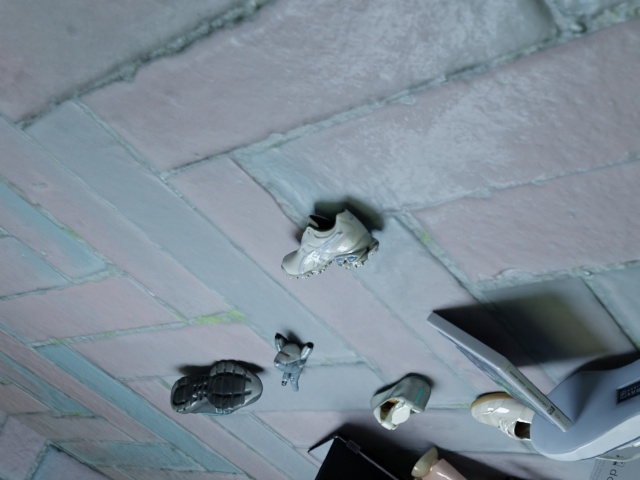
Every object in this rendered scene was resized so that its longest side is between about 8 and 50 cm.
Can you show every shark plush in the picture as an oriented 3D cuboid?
[{"bbox_3d":[-0.063,0.232,1.541,0.073,0.067,0.161,20,149,5],"label":"shark plush"}]

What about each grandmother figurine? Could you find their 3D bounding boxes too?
[{"bbox_3d":[0.330,0.551,1.632,0.342,0.104,0.208,35,164,26],"label":"grandmother figurine"}]

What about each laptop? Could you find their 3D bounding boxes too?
[{"bbox_3d":[0.116,0.605,1.732,0.382,0.236,0.408,37,154,1],"label":"laptop"}]

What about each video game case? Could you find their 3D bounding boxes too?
[{"bbox_3d":[0.254,0.188,1.219,0.173,0.022,0.190,42,175,-28],"label":"video game case"}]

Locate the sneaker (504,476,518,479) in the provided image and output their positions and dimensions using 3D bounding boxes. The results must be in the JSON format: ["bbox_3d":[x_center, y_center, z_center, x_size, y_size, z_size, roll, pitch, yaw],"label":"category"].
[{"bbox_3d":[0.392,0.503,1.650,0.078,0.067,0.188,31,152,-24],"label":"sneaker"}]

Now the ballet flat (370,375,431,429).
[{"bbox_3d":[0.132,0.303,1.519,0.072,0.068,0.213,26,149,-4],"label":"ballet flat"}]

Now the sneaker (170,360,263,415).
[{"bbox_3d":[-0.199,0.311,1.751,0.106,0.101,0.267,20,156,-40],"label":"sneaker"}]

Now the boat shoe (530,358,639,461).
[{"bbox_3d":[0.459,0.239,1.164,0.156,0.136,0.367,30,139,-15],"label":"boat shoe"}]

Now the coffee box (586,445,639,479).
[{"bbox_3d":[0.578,0.493,1.202,0.334,0.338,0.338,4,145,49],"label":"coffee box"}]

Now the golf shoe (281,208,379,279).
[{"bbox_3d":[0.000,0.000,1.172,0.176,0.069,0.086,-18,110,44],"label":"golf shoe"}]

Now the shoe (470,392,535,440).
[{"bbox_3d":[0.339,0.291,1.373,0.219,0.058,0.076,-6,138,39],"label":"shoe"}]
